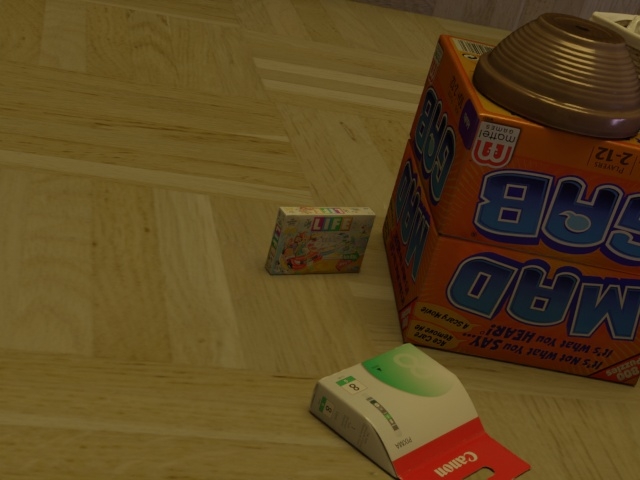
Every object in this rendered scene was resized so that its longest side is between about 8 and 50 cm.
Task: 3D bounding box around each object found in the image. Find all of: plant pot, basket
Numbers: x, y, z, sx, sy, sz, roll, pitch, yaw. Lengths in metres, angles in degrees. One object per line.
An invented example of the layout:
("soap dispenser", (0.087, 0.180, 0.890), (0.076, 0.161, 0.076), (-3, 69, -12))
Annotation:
("plant pot", (0.332, -0.235, 1.429), (0.237, 0.109, 0.237), (11, 26, -6))
("basket", (0.466, -0.253, 1.542), (0.113, 0.103, 0.167), (-4, 33, -35))

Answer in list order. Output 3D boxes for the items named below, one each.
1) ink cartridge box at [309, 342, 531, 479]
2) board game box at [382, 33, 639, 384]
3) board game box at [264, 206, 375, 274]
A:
("ink cartridge box", (0.127, 0.221, 1.290), (0.225, 0.056, 0.181), (32, 31, 34))
("board game box", (0.321, -0.055, 1.593), (0.357, 0.356, 0.356), (11, 26, -8))
("board game box", (0.000, 0.000, 1.603), (0.154, 0.103, 0.026), (-1, 30, -29))
